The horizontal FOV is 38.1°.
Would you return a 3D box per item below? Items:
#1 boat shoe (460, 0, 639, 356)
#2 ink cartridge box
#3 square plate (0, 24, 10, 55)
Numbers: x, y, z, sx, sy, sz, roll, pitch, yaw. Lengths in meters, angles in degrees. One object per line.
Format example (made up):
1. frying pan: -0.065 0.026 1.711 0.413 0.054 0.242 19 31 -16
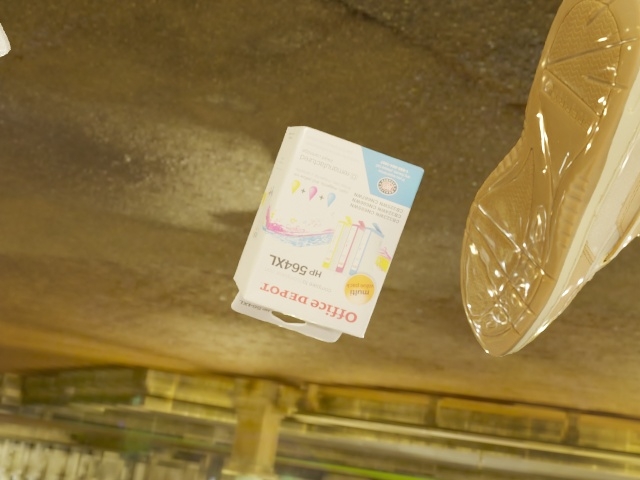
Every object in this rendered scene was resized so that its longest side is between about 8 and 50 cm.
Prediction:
1. boat shoe: 0.103 -0.019 0.353 0.059 0.063 0.170 -5 137 -21
2. ink cartridge box: 0.000 0.000 0.665 0.092 0.143 0.090 19 -177 -11
3. square plate: -0.517 -0.256 0.845 0.347 0.049 0.344 -17 135 -2
